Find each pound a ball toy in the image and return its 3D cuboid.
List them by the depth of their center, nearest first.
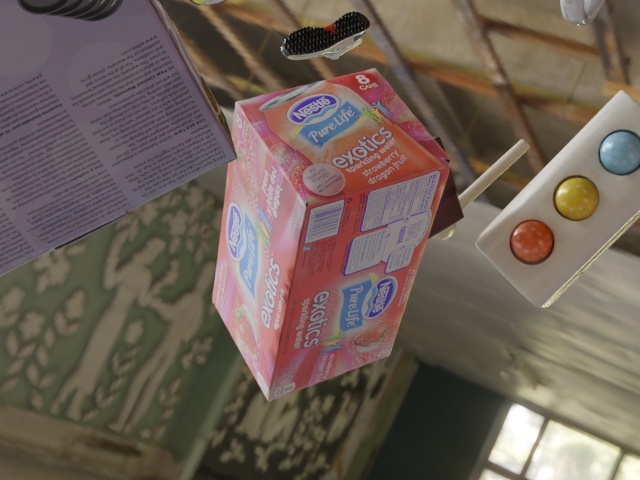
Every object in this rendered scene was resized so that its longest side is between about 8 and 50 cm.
[{"bbox_3d":[0.297,-0.063,1.469,0.208,0.319,0.136,48,14,16],"label":"pound a ball toy"}]

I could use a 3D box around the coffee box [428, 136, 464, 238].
[{"bbox_3d":[0.027,-0.069,1.486,0.297,0.168,0.119,21,-45,57],"label":"coffee box"}]

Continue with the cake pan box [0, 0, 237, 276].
[{"bbox_3d":[-0.225,-0.101,0.779,0.245,0.267,0.070,60,5,-38],"label":"cake pan box"}]

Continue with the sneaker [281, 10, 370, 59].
[{"bbox_3d":[0.008,-0.319,1.849,0.057,0.161,0.075,54,-25,23],"label":"sneaker"}]

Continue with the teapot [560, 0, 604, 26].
[{"bbox_3d":[0.289,-0.371,1.045,0.256,0.252,0.187,63,28,5],"label":"teapot"}]

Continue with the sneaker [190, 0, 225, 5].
[{"bbox_3d":[-0.109,-0.392,1.429,0.094,0.208,0.081,34,18,-36],"label":"sneaker"}]

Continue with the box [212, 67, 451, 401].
[{"bbox_3d":[0.000,0.000,1.088,0.142,0.154,0.300,57,-27,32],"label":"box"}]
